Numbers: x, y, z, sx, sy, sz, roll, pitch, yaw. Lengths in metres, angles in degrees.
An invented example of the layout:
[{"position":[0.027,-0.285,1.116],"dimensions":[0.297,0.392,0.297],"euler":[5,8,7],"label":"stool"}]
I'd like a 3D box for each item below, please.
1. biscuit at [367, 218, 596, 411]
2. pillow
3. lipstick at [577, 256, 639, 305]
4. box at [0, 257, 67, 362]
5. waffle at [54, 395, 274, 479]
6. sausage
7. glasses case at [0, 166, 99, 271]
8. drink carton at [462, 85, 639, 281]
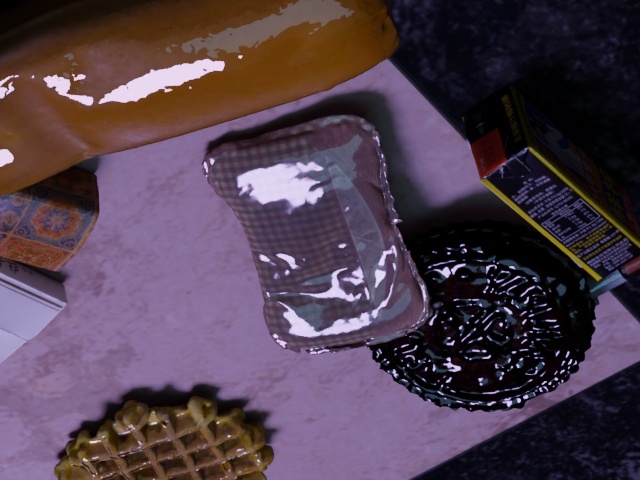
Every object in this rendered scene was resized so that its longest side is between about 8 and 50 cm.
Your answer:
[{"position":[0.127,0.062,1.498],"dimensions":[0.195,0.053,0.194],"euler":[4,129,5],"label":"biscuit"},{"position":[0.003,0.000,1.412],"dimensions":[0.135,0.034,0.211],"euler":[-14,125,9],"label":"pillow"},{"position":[0.223,0.036,1.531],"dimensions":[0.129,0.030,0.030],"euler":[-29,134,20],"label":"lipstick"},{"position":[-0.303,0.077,1.461],"dimensions":[0.109,0.029,0.198],"euler":[29,125,-36],"label":"box"},{"position":[-0.136,0.196,1.622],"dimensions":[0.191,0.038,0.191],"euler":[-6,138,-5],"label":"waffle"},{"position":[-0.126,-0.120,1.225],"dimensions":[0.354,0.116,0.134],"euler":[-18,152,11],"label":"sausage"},{"position":[-0.272,-0.037,1.328],"dimensions":[0.218,0.049,0.075],"euler":[16,131,-27],"label":"glasses case"},{"position":[0.176,-0.041,1.408],"dimensions":[0.056,0.071,0.166],"euler":[-36,131,21],"label":"drink carton"}]
